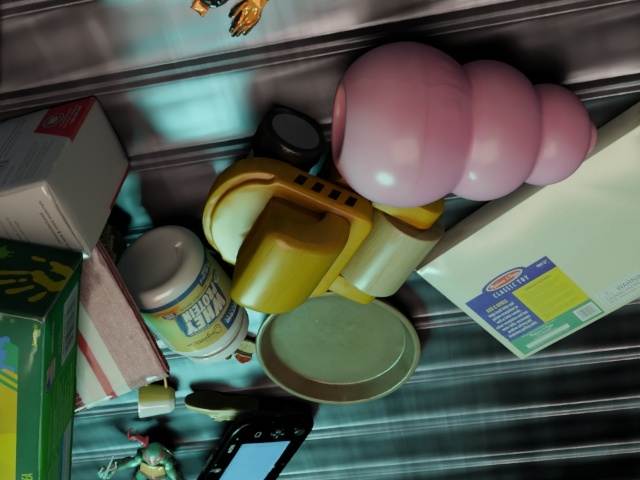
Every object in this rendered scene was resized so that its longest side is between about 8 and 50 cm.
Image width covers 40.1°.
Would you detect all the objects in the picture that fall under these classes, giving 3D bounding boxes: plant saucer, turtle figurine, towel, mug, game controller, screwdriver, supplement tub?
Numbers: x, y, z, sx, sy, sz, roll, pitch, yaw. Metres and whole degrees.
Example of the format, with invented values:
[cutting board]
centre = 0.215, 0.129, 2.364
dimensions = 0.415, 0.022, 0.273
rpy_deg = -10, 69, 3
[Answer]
[plant saucer]
centre = 0.030, 0.175, 1.479
dimensions = 0.278, 0.041, 0.278
rpy_deg = 2, 131, 2
[turtle figurine]
centre = -0.323, 0.449, 1.686
dimensions = 0.175, 0.118, 0.234
rpy_deg = 22, 148, 9
[towel]
centre = -0.406, 0.149, 1.219
dimensions = 0.329, 0.037, 0.237
rpy_deg = -22, 111, 4
[mug]
centre = -0.295, 0.283, 1.581
dimensions = 0.064, 0.062, 0.078
rpy_deg = -1, 137, -6
[game controller]
centre = -0.137, 0.417, 1.655
dimensions = 0.166, 0.067, 0.319
rpy_deg = -4, 139, -37
[screwdriver]
centre = -0.175, 0.013, 1.372
dimensions = 0.170, 0.024, 0.025
rpy_deg = 24, 98, -8
[supplement tub]
centre = -0.206, 0.087, 1.341
dimensions = 0.144, 0.144, 0.199
rpy_deg = -15, 138, 16

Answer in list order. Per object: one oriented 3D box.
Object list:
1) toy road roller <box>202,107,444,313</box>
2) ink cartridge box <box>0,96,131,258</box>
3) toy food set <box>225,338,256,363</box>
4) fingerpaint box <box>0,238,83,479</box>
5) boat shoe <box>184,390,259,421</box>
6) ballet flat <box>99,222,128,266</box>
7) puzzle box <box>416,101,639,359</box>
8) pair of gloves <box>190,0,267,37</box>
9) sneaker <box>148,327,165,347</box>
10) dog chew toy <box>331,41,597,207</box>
[toy road roller]
centre = 0.000, 0.000, 1.200
dimensions = 0.330, 0.240, 0.202
rpy_deg = 23, 128, -15
[ink cartridge box]
centre = -0.440, -0.058, 1.190
dimensions = 0.306, 0.226, 0.131
rpy_deg = -13, 126, 16
[toy food set]
centre = -0.160, 0.179, 1.510
dimensions = 0.122, 0.019, 0.078
rpy_deg = 30, 126, -30
[fingerpaint box]
centre = -0.513, 0.210, 1.112
dimensions = 0.371, 0.163, 0.444
rpy_deg = 11, 117, -2
[boat shoe]
centre = -0.181, 0.308, 1.599
dimensions = 0.135, 0.050, 0.045
rpy_deg = 8, 125, -3
[ballet flat]
centre = -0.449, 0.189, 1.336
dimensions = 0.164, 0.182, 0.482
rpy_deg = 35, 106, 0
[puzzle box]
centre = 0.379, 0.004, 1.302
dimensions = 0.409, 0.052, 0.272
rpy_deg = -35, 120, 29
[pair of gloves]
centre = -0.114, -0.298, 1.105
dimensions = 0.083, 0.010, 0.074
rpy_deg = 32, 126, -18
[sneaker]
centre = -0.341, 0.174, 1.485
dimensions = 0.235, 0.090, 0.095
rpy_deg = -13, 141, 19
[dog chew toy]
centre = 0.185, -0.139, 1.105
dimensions = 0.332, 0.206, 0.206
rpy_deg = 3, 131, -8
